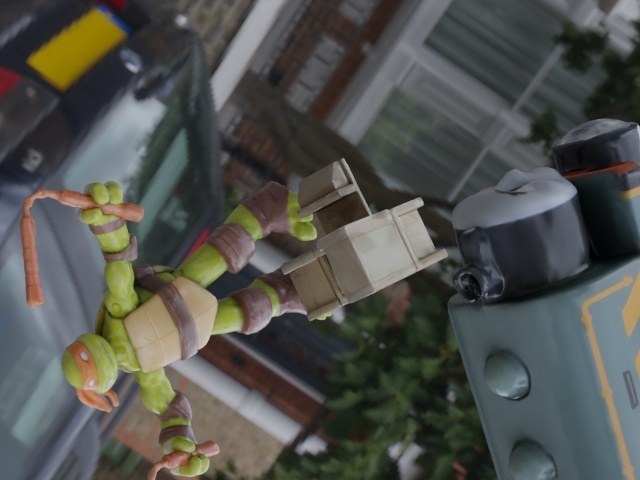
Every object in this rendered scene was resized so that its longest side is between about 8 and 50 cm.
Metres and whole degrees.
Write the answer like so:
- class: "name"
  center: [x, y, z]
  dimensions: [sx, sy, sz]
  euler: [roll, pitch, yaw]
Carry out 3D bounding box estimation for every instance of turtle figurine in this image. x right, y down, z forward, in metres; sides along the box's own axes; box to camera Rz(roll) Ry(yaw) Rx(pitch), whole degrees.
- class: "turtle figurine"
  center: [-0.096, 0.063, 0.865]
  dimensions: [0.217, 0.269, 0.087]
  euler: [-28, -163, -31]

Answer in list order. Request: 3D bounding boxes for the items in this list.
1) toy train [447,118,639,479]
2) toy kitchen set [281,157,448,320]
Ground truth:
- class: "toy train"
  center: [0.174, 0.102, 0.703]
  dimensions: [0.190, 0.334, 0.142]
  euler: [-23, -169, -41]
- class: "toy kitchen set"
  center: [0.000, 0.000, 0.602]
  dimensions: [0.083, 0.068, 0.075]
  euler: [-28, 177, 35]
